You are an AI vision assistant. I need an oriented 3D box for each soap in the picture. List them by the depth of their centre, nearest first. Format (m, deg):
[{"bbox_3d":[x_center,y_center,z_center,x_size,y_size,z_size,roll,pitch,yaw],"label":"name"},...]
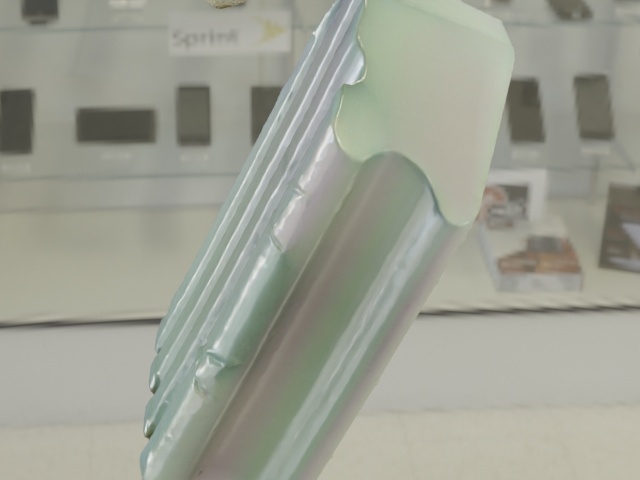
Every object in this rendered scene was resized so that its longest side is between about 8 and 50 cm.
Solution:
[{"bbox_3d":[0.000,0.000,0.931,0.115,0.347,0.208,22,25,-15],"label":"soap"}]

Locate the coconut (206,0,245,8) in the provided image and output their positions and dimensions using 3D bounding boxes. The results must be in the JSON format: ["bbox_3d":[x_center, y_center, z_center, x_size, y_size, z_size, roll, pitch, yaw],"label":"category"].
[{"bbox_3d":[-0.128,-0.435,1.693,0.297,0.254,0.297,35,4,-3],"label":"coconut"}]
